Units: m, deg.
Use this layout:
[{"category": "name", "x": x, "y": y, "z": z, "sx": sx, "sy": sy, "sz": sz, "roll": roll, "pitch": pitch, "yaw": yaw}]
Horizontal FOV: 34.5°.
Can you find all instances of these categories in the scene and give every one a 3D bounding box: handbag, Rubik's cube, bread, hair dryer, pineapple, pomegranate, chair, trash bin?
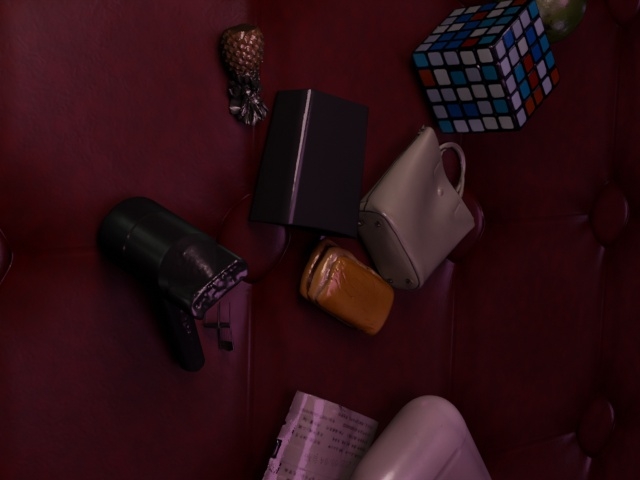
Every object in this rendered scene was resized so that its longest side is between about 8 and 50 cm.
[{"category": "handbag", "x": 0.205, "y": -0.073, "z": 1.926, "sx": 0.315, "sy": 0.109, "sz": 0.241, "roll": -45, "pitch": 122, "yaw": -30}, {"category": "Rubik's cube", "x": 0.307, "y": -0.319, "z": 1.905, "sx": 0.182, "sy": 0.184, "sz": 0.187, "roll": -48, "pitch": 126, "yaw": -35}, {"category": "bread", "x": 0.051, "y": 0.086, "z": 1.833, "sx": 0.200, "sy": 0.077, "sz": 0.116, "roll": 35, "pitch": 79, "yaw": -43}, {"category": "hair dryer", "x": -0.196, "y": 0.102, "z": 1.549, "sx": 0.116, "sy": 0.244, "sz": 0.303, "roll": -33, "pitch": 131, "yaw": -25}, {"category": "pineapple", "x": -0.119, "y": -0.263, "z": 1.656, "sx": 0.074, "sy": 0.074, "sz": 0.159, "roll": -23, "pitch": 119, "yaw": -35}, {"category": "pomegranate", "x": 0.405, "y": -0.443, "z": 1.999, "sx": 0.187, "sy": 0.187, "sz": 0.225, "roll": 28, "pitch": 108, "yaw": -38}, {"category": "chair", "x": -0.167, "y": 0.144, "z": 1.692, "sx": 0.042, "sy": 0.037, "sz": 0.086, "roll": -12, "pitch": 100, "yaw": -50}, {"category": "trash bin", "x": -0.013, "y": -0.128, "z": 1.736, "sx": 0.165, "sy": 0.115, "sz": 0.226, "roll": 11, "pitch": 86, "yaw": -39}]

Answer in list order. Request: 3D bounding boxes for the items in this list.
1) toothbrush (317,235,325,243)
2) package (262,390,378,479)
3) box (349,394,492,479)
[{"category": "toothbrush", "x": 0.000, "y": 0.000, "z": 1.824, "sx": 0.011, "sy": 0.013, "sz": 0.131, "roll": 27, "pitch": 77, "yaw": -42}, {"category": "package", "x": 0.010, "y": 0.397, "z": 1.862, "sx": 0.250, "sy": 0.062, "sz": 0.204, "roll": 28, "pitch": 80, "yaw": -42}, {"category": "box", "x": 0.202, "y": 0.489, "z": 1.970, "sx": 0.289, "sy": 0.141, "sz": 0.349, "roll": -46, "pitch": 126, "yaw": -28}]
